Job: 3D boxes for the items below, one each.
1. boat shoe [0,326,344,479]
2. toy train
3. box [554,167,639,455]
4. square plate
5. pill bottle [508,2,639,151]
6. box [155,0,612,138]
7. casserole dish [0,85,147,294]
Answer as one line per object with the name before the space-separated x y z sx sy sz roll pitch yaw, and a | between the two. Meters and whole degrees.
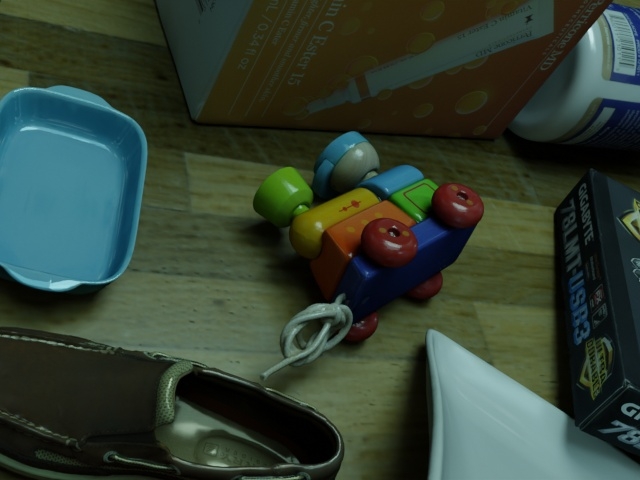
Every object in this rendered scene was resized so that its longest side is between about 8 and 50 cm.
boat shoe | -0.105 0.098 0.543 0.257 0.095 0.095 19 47 -16
toy train | 0.000 0.000 0.689 0.143 0.105 0.248 43 45 22
box | 0.359 0.096 0.808 0.293 0.073 0.295 24 38 -8
square plate | 0.198 0.214 0.567 0.344 0.049 0.347 35 14 -1
pill bottle | 0.331 -0.174 0.979 0.264 0.153 0.153 2 54 -29
box | 0.056 -0.228 0.820 0.345 0.215 0.168 -2 56 -30
casserole dish | -0.188 -0.034 0.645 0.114 0.037 0.188 15 49 -20
